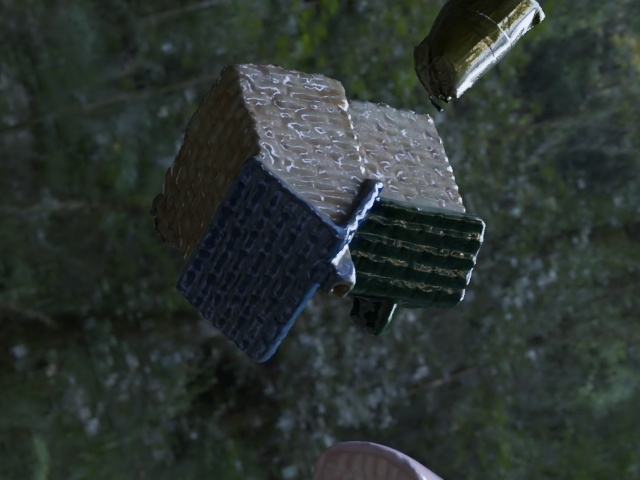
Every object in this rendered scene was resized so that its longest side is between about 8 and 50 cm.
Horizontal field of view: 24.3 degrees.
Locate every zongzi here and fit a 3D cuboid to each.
[{"bbox_3d":[0.159,-0.252,1.944,0.094,0.205,0.204,53,-25,-20],"label":"zongzi"}]

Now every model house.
[{"bbox_3d":[0.000,0.000,2.428,0.395,0.445,0.400,-57,-142,37],"label":"model house"}]

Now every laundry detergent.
[{"bbox_3d":[0.107,0.311,1.737,0.159,0.088,0.335,18,-12,25],"label":"laundry detergent"}]
